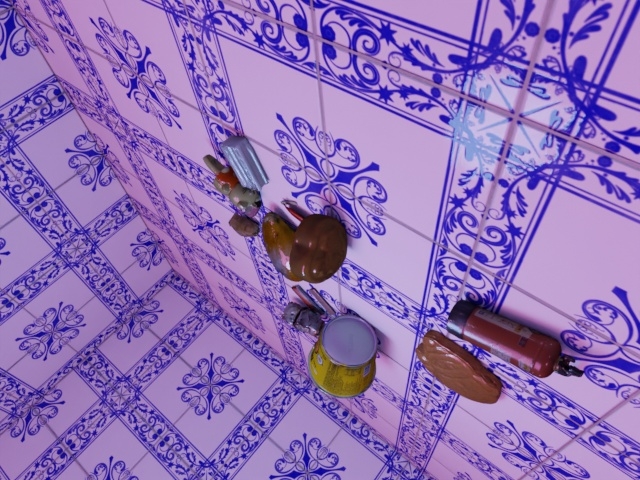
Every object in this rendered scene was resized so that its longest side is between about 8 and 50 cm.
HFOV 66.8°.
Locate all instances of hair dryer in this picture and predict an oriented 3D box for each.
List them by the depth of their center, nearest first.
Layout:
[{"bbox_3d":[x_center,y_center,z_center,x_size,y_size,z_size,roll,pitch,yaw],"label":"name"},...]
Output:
[{"bbox_3d":[-0.312,-0.176,2.020,0.154,0.054,0.106,48,152,1],"label":"hair dryer"}]

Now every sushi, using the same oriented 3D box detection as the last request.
[{"bbox_3d":[-0.085,0.395,2.439,0.130,0.124,0.332,41,164,-26],"label":"sushi"}]

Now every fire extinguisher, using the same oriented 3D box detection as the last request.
[{"bbox_3d":[0.558,0.287,1.365,0.376,0.113,0.200,24,-168,40],"label":"fire extinguisher"}]

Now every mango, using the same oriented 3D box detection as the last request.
[{"bbox_3d":[-0.144,0.027,1.964,0.192,0.146,0.316,-8,118,51],"label":"mango"}]

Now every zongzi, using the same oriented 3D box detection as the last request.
[{"bbox_3d":[-0.326,-0.038,2.233,0.160,0.078,0.176,29,162,30],"label":"zongzi"}]

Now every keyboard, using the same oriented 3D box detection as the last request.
[{"bbox_3d":[0.010,0.288,2.293,0.166,0.017,0.055,50,151,-12],"label":"keyboard"}]

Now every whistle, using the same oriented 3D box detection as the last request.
[{"bbox_3d":[-0.351,-0.231,1.909,0.288,0.131,0.106,47,126,0],"label":"whistle"}]

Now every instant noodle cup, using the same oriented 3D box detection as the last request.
[{"bbox_3d":[0.110,0.496,2.140,0.325,0.325,0.254,35,146,20],"label":"instant noodle cup"}]

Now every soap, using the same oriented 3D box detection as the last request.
[{"bbox_3d":[-0.275,-0.281,1.769,0.114,0.063,0.198,19,146,41],"label":"soap"}]

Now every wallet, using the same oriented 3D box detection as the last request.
[{"bbox_3d":[-0.066,0.301,2.424,0.196,0.020,0.103,47,161,-9],"label":"wallet"}]

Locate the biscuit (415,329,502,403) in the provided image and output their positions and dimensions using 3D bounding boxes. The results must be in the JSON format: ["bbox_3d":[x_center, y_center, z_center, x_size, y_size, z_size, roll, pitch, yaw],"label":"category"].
[{"bbox_3d":[0.493,0.478,1.795,0.351,0.057,0.312,44,155,1],"label":"biscuit"}]

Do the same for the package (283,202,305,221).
[{"bbox_3d":[-0.057,-0.070,1.794,0.200,0.022,0.083,36,175,25],"label":"package"}]

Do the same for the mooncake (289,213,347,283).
[{"bbox_3d":[0.006,0.032,1.655,0.117,0.235,0.235,18,145,39],"label":"mooncake"}]

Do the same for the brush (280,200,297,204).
[{"bbox_3d":[-0.116,-0.141,1.808,0.083,0.013,0.016,7,142,43],"label":"brush"}]
